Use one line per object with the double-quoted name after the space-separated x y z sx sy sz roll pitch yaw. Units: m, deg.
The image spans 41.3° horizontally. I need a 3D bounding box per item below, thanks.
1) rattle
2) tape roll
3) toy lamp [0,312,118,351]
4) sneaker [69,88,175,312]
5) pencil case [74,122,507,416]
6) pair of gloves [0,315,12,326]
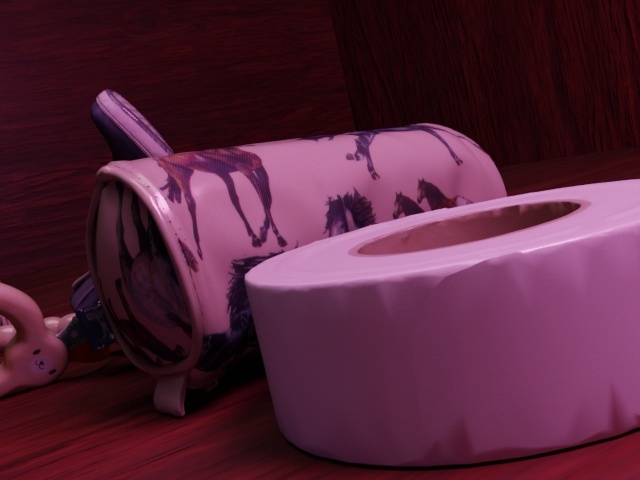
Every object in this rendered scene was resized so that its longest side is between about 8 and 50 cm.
-0.265 0.112 0.757 0.199 0.130 0.142 15 1 -33 "rattle"
0.100 0.037 0.528 0.286 0.100 0.286 -13 6 1 "tape roll"
-0.330 0.106 0.912 0.274 0.080 0.080 -11 6 8 "toy lamp"
-0.177 -0.009 0.764 0.163 0.226 0.086 -36 36 -5 "sneaker"
0.000 0.000 0.739 0.410 0.184 0.160 -14 14 -42 "pencil case"
-0.481 0.123 1.033 0.204 0.042 0.240 -17 -12 1 "pair of gloves"
